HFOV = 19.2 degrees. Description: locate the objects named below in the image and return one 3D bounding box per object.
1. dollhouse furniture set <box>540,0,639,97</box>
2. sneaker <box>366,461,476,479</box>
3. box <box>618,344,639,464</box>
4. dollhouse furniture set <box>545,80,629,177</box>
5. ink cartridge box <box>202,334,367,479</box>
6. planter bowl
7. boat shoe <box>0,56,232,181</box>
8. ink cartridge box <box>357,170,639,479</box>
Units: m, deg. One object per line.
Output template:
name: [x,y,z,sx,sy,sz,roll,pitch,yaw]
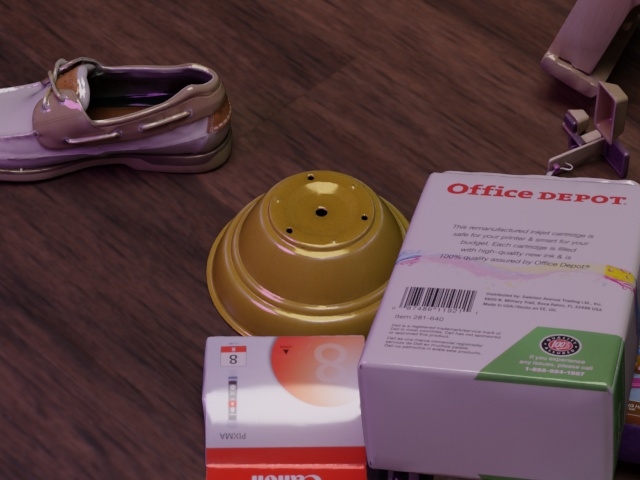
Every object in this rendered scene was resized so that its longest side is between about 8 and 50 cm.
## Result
dollhouse furniture set: [0.464,-0.203,1.888,0.394,0.256,0.362,32,41,4]
sneaker: [0.176,0.226,1.548,0.118,0.110,0.292,-25,47,-38]
box: [0.285,0.102,1.664,0.293,0.057,0.201,9,46,20]
dollhouse furniture set: [0.248,-0.114,1.858,0.081,0.114,0.091,-23,54,-15]
ink cartridge box: [-0.031,0.161,1.645,0.145,0.045,0.179,0,45,-1]
planter bowl: [0.000,0.000,1.762,0.217,0.090,0.217,0,47,0]
boat shoe: [-0.239,-0.131,1.868,0.302,0.103,0.113,-3,47,-4]
ink cartridge box: [0.162,0.068,1.571,0.201,0.117,0.278,4,36,15]
